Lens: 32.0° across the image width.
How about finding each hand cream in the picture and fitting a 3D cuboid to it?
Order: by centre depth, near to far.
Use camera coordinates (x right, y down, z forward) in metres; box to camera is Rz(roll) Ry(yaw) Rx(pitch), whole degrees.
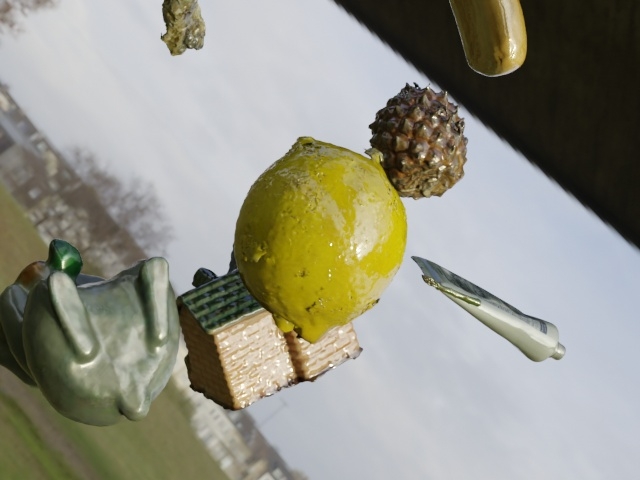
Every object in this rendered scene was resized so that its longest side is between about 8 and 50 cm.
[{"bbox_3d":[0.304,0.130,1.981,0.340,0.078,0.124,29,14,-22],"label":"hand cream"}]

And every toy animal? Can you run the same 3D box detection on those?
[{"bbox_3d":[-0.207,0.079,0.883,0.125,0.127,0.251,27,-22,-25],"label":"toy animal"}]

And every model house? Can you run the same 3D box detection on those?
[{"bbox_3d":[-0.078,0.076,1.301,0.166,0.183,0.172,19,-50,52],"label":"model house"}]

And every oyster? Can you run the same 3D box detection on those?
[{"bbox_3d":[-0.228,-0.379,1.878,0.061,0.106,0.200,45,-8,24],"label":"oyster"}]

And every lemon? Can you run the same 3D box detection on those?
[{"bbox_3d":[0.000,0.000,1.122,0.173,0.206,0.173,12,-9,2],"label":"lemon"}]

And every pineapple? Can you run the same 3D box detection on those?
[{"bbox_3d":[0.151,-0.167,1.741,0.166,0.166,0.193,77,1,-62],"label":"pineapple"}]

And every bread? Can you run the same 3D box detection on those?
[{"bbox_3d":[0.298,-0.399,1.966,0.147,0.098,0.217,20,-50,62],"label":"bread"}]

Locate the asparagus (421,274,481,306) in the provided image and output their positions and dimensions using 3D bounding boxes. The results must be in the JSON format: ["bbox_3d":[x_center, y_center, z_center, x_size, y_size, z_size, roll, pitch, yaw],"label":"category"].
[{"bbox_3d":[0.206,0.080,1.767,0.114,0.014,0.015,25,20,-23],"label":"asparagus"}]
